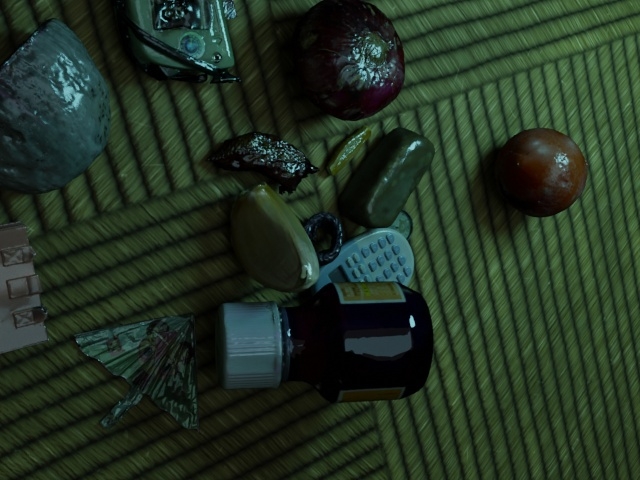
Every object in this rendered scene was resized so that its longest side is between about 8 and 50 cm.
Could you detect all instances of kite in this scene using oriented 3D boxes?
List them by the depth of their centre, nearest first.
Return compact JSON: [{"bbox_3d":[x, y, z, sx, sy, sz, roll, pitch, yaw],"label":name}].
[{"bbox_3d":[-0.323,0.243,1.652,0.323,0.013,0.267,42,72,-25],"label":"kite"},{"bbox_3d":[-0.180,-0.428,1.681,0.044,0.002,0.078,1,93,-31],"label":"kite"}]

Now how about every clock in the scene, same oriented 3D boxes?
[{"bbox_3d":[0.168,-0.030,1.922,0.085,0.017,0.085,-3,96,-31],"label":"clock"}]

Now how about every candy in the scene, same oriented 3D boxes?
[{"bbox_3d":[0.142,-0.131,1.848,0.102,0.104,0.234,41,74,-33],"label":"candy"}]

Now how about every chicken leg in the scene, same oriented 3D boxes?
[{"bbox_3d":[-0.106,-0.158,1.718,0.234,0.063,0.105,21,79,-29],"label":"chicken leg"}]

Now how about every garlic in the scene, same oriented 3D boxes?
[{"bbox_3d":[-0.083,0.008,1.666,0.146,0.164,0.245,-26,64,-18],"label":"garlic"}]

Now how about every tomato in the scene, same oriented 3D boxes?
[{"bbox_3d":[0.502,-0.154,2.006,0.185,0.208,0.208,-21,105,-24],"label":"tomato"}]

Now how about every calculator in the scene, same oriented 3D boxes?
[{"bbox_3d":[0.078,0.094,1.857,0.303,0.042,0.188,-36,113,-18],"label":"calculator"}]

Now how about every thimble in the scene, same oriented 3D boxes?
[{"bbox_3d":[0.002,-0.001,1.778,0.095,0.066,0.104,41,72,2],"label":"thimble"}]

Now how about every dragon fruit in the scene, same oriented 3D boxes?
[{"bbox_3d":[-0.452,-0.199,1.421,0.283,0.204,0.221,-51,118,-17],"label":"dragon fruit"}]

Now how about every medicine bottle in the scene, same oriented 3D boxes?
[{"bbox_3d":[-0.003,0.191,1.681,0.395,0.242,0.242,4,93,-13],"label":"medicine bottle"}]

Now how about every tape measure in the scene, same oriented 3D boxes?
[{"bbox_3d":[-0.265,-0.380,1.570,0.207,0.115,0.235,-19,104,-31],"label":"tape measure"}]

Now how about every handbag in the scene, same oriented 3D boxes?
[{"bbox_3d":[-0.550,0.084,1.471,0.157,0.059,0.212,-14,103,-28],"label":"handbag"}]

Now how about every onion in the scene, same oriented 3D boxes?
[{"bbox_3d":[0.050,-0.358,1.722,0.246,0.190,0.246,13,71,-42],"label":"onion"}]

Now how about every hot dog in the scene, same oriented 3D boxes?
[{"bbox_3d":[0.058,-0.194,1.833,0.137,0.028,0.044,-49,142,-16],"label":"hot dog"}]
